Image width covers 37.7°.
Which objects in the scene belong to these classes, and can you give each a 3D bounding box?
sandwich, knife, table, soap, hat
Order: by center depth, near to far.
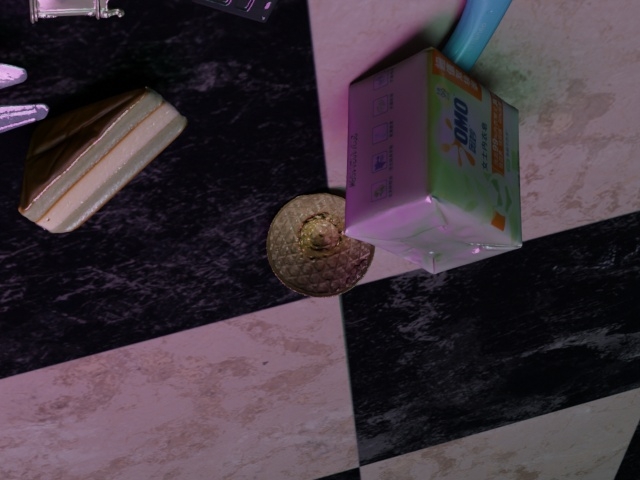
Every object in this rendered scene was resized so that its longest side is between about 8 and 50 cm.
[{"bbox_3d":[-0.225,-0.244,0.849,0.083,0.079,0.062,-7,141,-17],"label":"table"},{"bbox_3d":[-0.227,-0.080,0.989,0.163,0.113,0.079,-12,150,26],"label":"sandwich"},{"bbox_3d":[0.174,-0.252,1.050,0.064,0.031,0.222,-5,145,-24],"label":"knife"},{"bbox_3d":[0.131,-0.086,1.086,0.138,0.199,0.182,-18,150,41],"label":"soap"},{"bbox_3d":[0.000,0.000,1.278,0.146,0.067,0.146,0,103,1],"label":"hat"}]

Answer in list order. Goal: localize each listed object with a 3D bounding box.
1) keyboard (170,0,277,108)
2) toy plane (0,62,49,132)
[{"bbox_3d":[-0.055,-0.285,0.912,0.103,0.041,0.381,10,129,-31],"label":"keyboard"},{"bbox_3d":[-0.422,-0.110,0.941,0.212,0.088,0.267,20,137,-38],"label":"toy plane"}]
